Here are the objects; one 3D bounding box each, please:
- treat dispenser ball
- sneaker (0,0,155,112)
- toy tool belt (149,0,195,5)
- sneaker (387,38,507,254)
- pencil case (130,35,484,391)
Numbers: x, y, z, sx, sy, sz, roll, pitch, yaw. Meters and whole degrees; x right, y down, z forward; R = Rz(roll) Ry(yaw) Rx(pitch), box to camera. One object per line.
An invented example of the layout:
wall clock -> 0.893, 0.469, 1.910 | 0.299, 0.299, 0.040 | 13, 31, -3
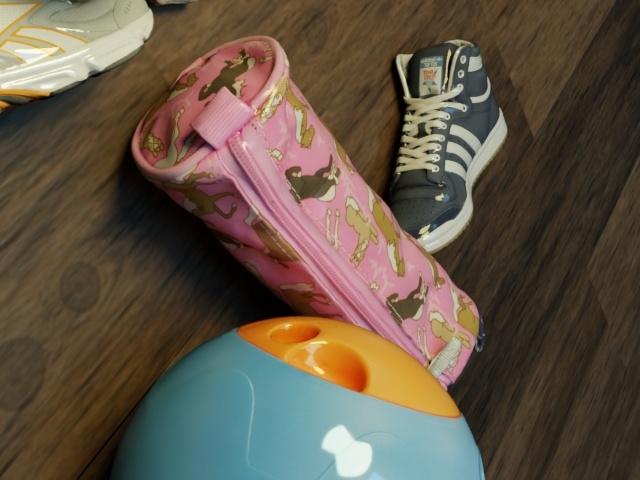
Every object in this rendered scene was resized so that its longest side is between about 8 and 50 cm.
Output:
treat dispenser ball -> -0.017, 0.201, 0.689 | 0.288, 0.288, 0.288 | 0, 90, -49
sneaker -> -0.224, -0.144, 0.604 | 0.262, 0.099, 0.121 | -40, 115, -42
toy tool belt -> -0.135, -0.224, 0.746 | 0.083, 0.052, 0.051 | -23, 76, -50
sneaker -> 0.120, -0.115, 0.988 | 0.282, 0.099, 0.153 | -56, 134, -41
pencil case -> 0.000, 0.000, 0.801 | 0.386, 0.167, 0.160 | 50, 53, -33
